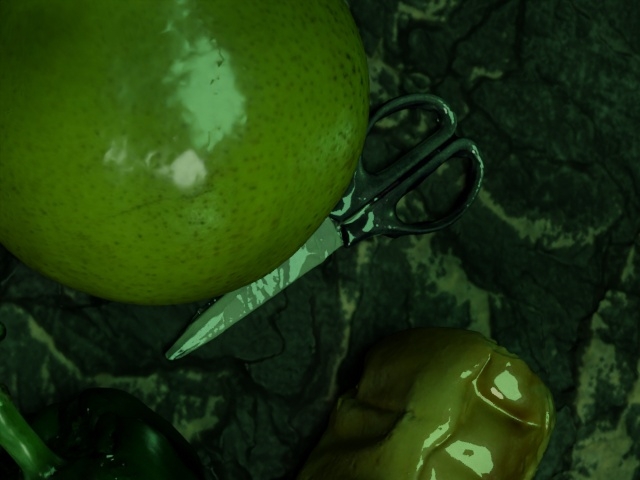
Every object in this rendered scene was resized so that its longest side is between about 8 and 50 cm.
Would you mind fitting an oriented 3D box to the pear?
[{"bbox_3d":[-0.112,-0.093,1.161,0.294,0.294,0.294,0,91,-23],"label":"pear"}]

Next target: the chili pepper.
[{"bbox_3d":[-0.171,0.172,1.196,0.165,0.174,0.261,-43,110,9],"label":"chili pepper"}]

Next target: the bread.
[{"bbox_3d":[0.054,0.205,1.287,0.132,0.167,0.294,30,79,-21],"label":"bread"}]

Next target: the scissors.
[{"bbox_3d":[0.000,0.000,1.341,0.300,0.022,0.109,-38,101,-17],"label":"scissors"}]
